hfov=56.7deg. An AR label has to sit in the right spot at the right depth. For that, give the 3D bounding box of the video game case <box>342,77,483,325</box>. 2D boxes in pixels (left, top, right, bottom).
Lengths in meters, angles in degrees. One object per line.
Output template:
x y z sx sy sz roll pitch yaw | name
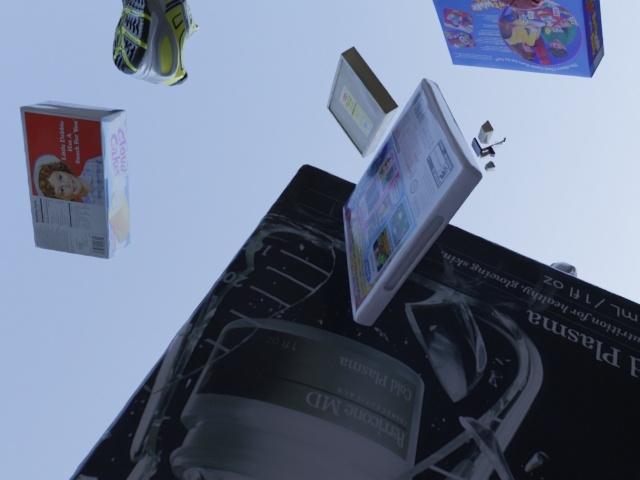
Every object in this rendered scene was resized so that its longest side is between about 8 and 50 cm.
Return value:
0.060 -0.035 0.461 0.019 0.143 0.157 21 -148 -16 | video game case

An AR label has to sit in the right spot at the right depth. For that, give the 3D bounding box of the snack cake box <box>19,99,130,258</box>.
-0.438 -0.109 1.078 0.152 0.089 0.264 9 -67 8 | snack cake box

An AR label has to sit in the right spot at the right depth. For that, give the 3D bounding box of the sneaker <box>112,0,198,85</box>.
-0.346 -0.512 1.292 0.147 0.145 0.384 21 -109 -49 | sneaker

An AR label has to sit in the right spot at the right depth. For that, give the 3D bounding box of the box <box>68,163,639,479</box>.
0.078 0.238 0.595 0.480 0.297 0.471 24 -131 8 | box

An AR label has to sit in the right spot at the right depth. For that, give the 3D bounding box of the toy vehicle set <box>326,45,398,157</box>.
0.089 -0.308 1.367 0.035 0.267 0.166 -33 -96 -12 | toy vehicle set

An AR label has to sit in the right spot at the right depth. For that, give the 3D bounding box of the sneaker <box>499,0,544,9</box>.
0.348 -0.539 1.125 0.221 0.087 0.128 36 -119 0 | sneaker

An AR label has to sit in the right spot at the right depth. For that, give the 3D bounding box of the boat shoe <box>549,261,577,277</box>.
0.341 0.155 1.085 0.335 0.119 0.121 -45 -49 -18 | boat shoe

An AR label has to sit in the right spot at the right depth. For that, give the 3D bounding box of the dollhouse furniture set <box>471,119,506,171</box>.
0.430 -0.239 1.437 0.081 0.114 0.091 -20 -114 -5 | dollhouse furniture set

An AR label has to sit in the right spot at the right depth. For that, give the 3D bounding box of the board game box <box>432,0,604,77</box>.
0.435 -0.491 1.326 0.347 0.233 0.078 20 -112 38 | board game box
